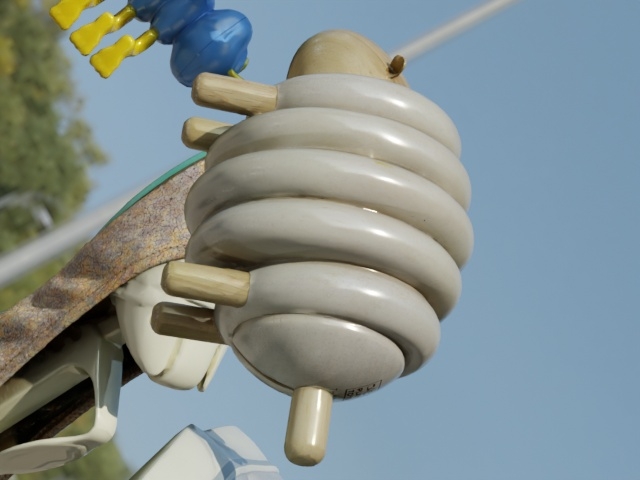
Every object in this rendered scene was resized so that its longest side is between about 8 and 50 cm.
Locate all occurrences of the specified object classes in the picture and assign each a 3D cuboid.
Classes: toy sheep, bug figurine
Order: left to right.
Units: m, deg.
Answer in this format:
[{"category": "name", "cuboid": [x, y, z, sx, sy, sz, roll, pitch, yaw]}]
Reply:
[{"category": "bug figurine", "cuboid": [-0.171, -0.088, 0.899, 0.216, 0.279, 0.072, 53, 6, 2]}, {"category": "toy sheep", "cuboid": [0.000, 0.000, 0.551, 0.091, 0.091, 0.132, 110, -12, -70]}]

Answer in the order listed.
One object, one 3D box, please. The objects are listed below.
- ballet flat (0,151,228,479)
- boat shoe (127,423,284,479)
[{"category": "ballet flat", "cuboid": [-0.119, 0.060, 1.153, 0.107, 0.316, 0.106, 30, 32, -47]}, {"category": "boat shoe", "cuboid": [-0.030, 0.106, 0.582, 0.081, 0.079, 0.227, 42, 5, 6]}]
